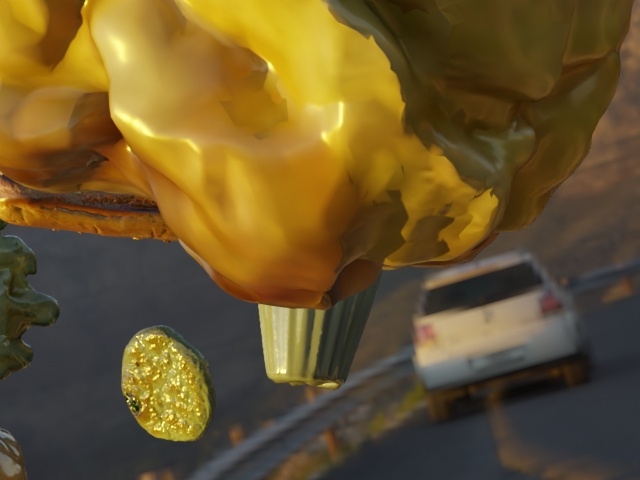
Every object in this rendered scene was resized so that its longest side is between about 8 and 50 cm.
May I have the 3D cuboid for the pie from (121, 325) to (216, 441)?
[{"bbox_3d":[-0.106,0.098,1.252,0.085,0.085,0.017,-18,4,35],"label":"pie"}]

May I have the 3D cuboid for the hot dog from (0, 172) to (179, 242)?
[{"bbox_3d":[-0.151,-0.034,1.263,0.165,0.071,0.045,4,-36,-10],"label":"hot dog"}]

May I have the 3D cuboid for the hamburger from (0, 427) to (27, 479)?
[{"bbox_3d":[-0.255,0.164,1.018,0.245,0.155,0.282,-50,0,23],"label":"hamburger"}]

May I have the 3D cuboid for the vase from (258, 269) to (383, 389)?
[{"bbox_3d":[0.000,0.000,1.522,0.128,0.248,0.128,6,-8,1],"label":"vase"}]

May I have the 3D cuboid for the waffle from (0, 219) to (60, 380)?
[{"bbox_3d":[-0.415,0.051,1.676,0.292,0.309,0.056,-40,19,-9],"label":"waffle"}]

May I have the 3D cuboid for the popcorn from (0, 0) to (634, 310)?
[{"bbox_3d":[-0.034,-0.133,0.608,0.265,0.332,0.225,-4,35,41],"label":"popcorn"}]
